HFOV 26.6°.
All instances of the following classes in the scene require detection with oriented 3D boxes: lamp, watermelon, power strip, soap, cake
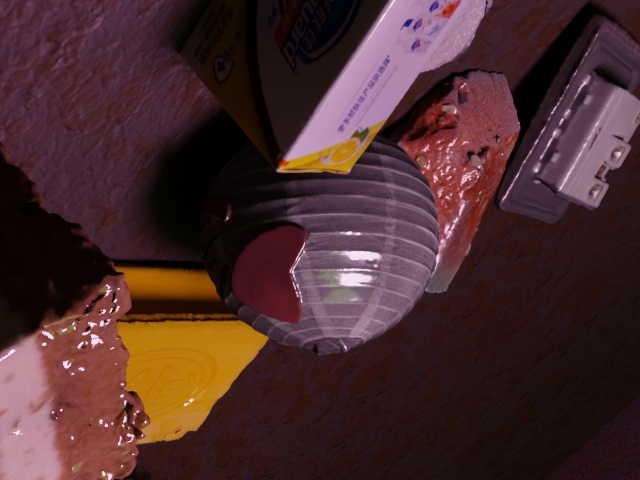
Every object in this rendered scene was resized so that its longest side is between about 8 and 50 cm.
[{"bbox_3d":[0.000,0.000,1.314,0.233,0.233,0.265,-40,156,-1],"label":"lamp"},{"bbox_3d":[0.140,-0.077,1.534,0.256,0.140,0.193,-55,159,11],"label":"watermelon"},{"bbox_3d":[0.331,-0.130,1.660,0.251,0.092,0.257,13,109,-57],"label":"power strip"},{"bbox_3d":[-0.209,0.122,1.375,0.324,0.096,0.204,3,130,-54],"label":"soap"},{"bbox_3d":[-0.315,0.095,1.007,0.290,0.282,0.255,-26,142,-26],"label":"cake"}]

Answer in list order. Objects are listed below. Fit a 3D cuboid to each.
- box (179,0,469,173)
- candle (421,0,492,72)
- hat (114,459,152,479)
[{"bbox_3d":[0.017,-0.202,1.106,0.097,0.168,0.265,1,134,-49],"label":"box"},{"bbox_3d":[0.079,-0.222,1.261,0.168,0.068,0.192,-38,152,-13],"label":"candle"},{"bbox_3d":[-0.358,0.347,1.305,0.366,0.257,0.382,-29,174,20],"label":"hat"}]
